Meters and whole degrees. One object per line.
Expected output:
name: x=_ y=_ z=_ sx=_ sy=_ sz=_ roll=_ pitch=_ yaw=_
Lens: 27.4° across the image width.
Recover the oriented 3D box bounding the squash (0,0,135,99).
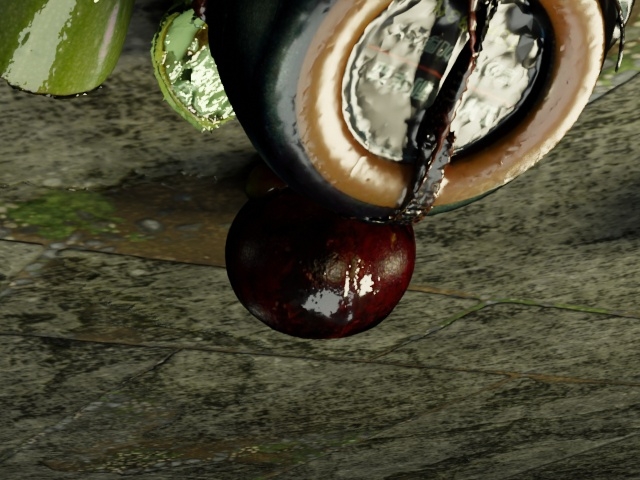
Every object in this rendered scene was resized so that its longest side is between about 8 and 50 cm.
squash: x=-0.123 y=-0.150 z=0.655 sx=0.105 sy=0.105 sz=0.132 roll=8 pitch=142 yaw=-34

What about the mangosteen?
mangosteen: x=0.000 y=0.000 z=1.015 sx=0.152 sy=0.153 sz=0.152 roll=-6 pitch=159 yaw=-2

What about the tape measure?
tape measure: x=0.048 y=-0.117 z=0.663 sx=0.202 sy=0.135 sz=0.223 roll=15 pitch=121 yaw=-34

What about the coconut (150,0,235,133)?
coconut: x=-0.034 y=-0.126 z=0.771 sx=0.158 sy=0.055 sz=0.133 roll=-17 pitch=154 yaw=22
